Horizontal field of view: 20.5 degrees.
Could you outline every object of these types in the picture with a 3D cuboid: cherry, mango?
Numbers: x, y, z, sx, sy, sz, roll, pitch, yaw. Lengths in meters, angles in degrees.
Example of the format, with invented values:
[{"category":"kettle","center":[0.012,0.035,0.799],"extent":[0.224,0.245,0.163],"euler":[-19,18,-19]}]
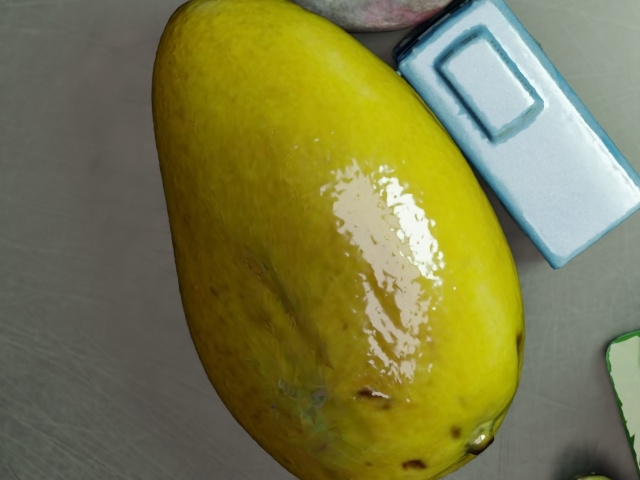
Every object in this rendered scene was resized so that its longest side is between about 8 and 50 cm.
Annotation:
[{"category":"cherry","center":[0.040,-0.256,1.476],"extent":[0.176,0.140,0.176],"euler":[-1,100,-3]},{"category":"mango","center":[0.000,0.000,1.455],"extent":[0.301,0.220,0.445],"euler":[-26,90,42]}]

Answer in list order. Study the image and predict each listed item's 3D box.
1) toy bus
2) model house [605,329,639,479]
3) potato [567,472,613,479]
[{"category":"toy bus","center":[0.166,-0.099,1.483],"extent":[0.116,0.133,0.234],"euler":[-38,92,9]},{"category":"model house","center":[0.417,0.216,1.399],"extent":[0.300,0.323,0.340],"euler":[-16,94,7]},{"category":"potato","center":[0.265,0.288,1.544],"extent":[0.054,0.119,0.197],"euler":[-26,89,-32]}]
